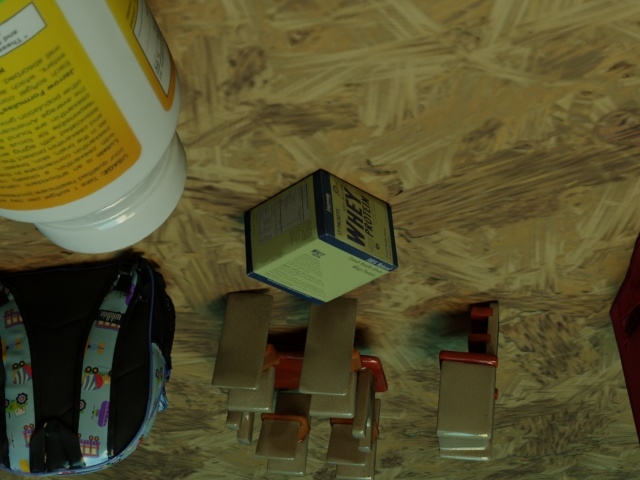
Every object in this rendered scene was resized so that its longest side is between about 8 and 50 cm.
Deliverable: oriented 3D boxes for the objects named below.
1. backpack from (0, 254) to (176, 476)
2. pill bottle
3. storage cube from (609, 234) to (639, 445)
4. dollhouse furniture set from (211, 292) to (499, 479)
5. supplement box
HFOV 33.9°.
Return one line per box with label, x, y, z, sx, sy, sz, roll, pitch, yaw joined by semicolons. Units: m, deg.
backpack;-0.196;0.114;0.853;0.158;0.173;0.117;-7;151;2
pill bottle;-0.150;-0.093;0.529;0.136;0.136;0.246;-9;150;7
storage cube;0.379;0.104;0.911;0.215;0.193;0.184;-5;151;2
dollhouse furniture set;0.040;0.130;1.008;0.259;0.135;0.262;2;152;10
supplement box;0.000;0.000;0.801;0.083;0.056;0.083;-28;144;35
